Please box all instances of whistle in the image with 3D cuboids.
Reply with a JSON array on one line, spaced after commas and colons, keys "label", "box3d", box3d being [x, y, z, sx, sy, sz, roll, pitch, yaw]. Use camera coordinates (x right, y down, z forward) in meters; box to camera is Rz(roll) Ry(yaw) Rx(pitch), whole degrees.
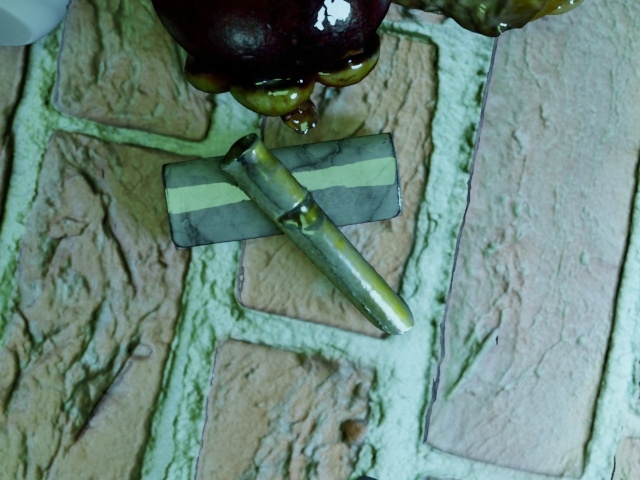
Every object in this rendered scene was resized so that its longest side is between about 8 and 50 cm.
[{"label": "whistle", "box3d": [0.001, -0.001, 1.722, 0.057, 0.068, 0.326, -48, 110, -15]}]

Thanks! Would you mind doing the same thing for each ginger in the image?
[{"label": "ginger", "box3d": [0.217, -0.388, 1.713, 0.269, 0.200, 0.223, 31, 50, 32]}]

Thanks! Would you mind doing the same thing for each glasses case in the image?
[{"label": "glasses case", "box3d": [-0.049, -0.065, 1.759, 0.299, 0.060, 0.114, -9, 98, -4]}]

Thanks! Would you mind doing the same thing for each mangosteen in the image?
[{"label": "mangosteen", "box3d": [-0.055, -0.297, 1.655, 0.307, 0.307, 0.347, -7, 122, -4]}]

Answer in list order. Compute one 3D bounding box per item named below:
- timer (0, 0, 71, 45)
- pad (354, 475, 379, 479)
[{"label": "timer", "box3d": [-0.403, -0.395, 1.640, 0.285, 0.285, 0.285, 0, 90, -4]}, {"label": "pad", "box3d": [0.044, 0.499, 1.773, 0.250, 0.055, 0.323, 43, 88, -3]}]
